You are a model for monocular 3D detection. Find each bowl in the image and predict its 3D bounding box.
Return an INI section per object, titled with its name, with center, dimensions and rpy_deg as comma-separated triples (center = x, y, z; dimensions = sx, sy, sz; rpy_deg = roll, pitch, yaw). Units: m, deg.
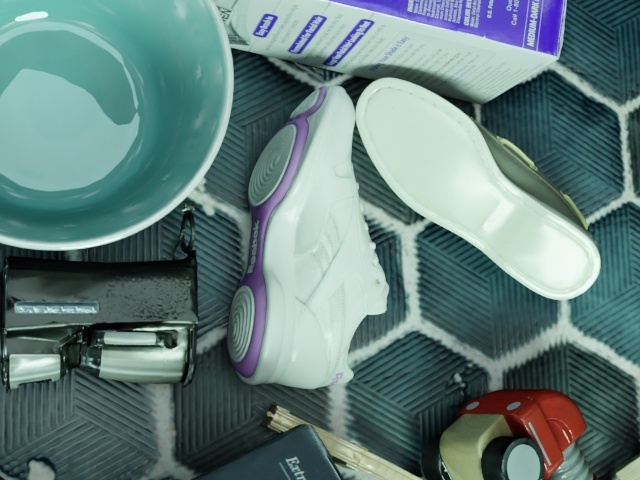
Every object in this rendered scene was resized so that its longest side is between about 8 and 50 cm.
[bowl]
center = -0.246, -0.137, 0.983
dimensions = 0.311, 0.163, 0.311
rpy_deg = 2, 84, -14

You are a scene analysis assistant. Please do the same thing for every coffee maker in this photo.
[coffee maker]
center = -0.210, 0.055, 1.006
dimensions = 0.178, 0.120, 0.171
rpy_deg = 3, 59, -15

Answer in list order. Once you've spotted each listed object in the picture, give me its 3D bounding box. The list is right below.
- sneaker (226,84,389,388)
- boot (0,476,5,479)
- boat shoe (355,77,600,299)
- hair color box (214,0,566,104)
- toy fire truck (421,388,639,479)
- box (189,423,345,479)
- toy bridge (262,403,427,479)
[sneaker]
center = 0.000, 0.000, 1.072
dimensions = 0.152, 0.114, 0.305
rpy_deg = 14, 84, -26
[boot]
center = -0.365, 0.252, 0.956
dimensions = 0.305, 0.112, 0.115
rpy_deg = 39, 106, -11
[boat shoe]
center = 0.163, -0.061, 1.117
dimensions = 0.305, 0.091, 0.109
rpy_deg = 40, 113, -5
[hair color box]
center = 0.049, -0.237, 1.060
dimensions = 0.339, 0.185, 0.110
rpy_deg = 9, 81, -14
[toy fire truck]
center = 0.263, 0.231, 1.085
dimensions = 0.246, 0.158, 0.217
rpy_deg = -34, 102, -34
[box]
center = -0.107, 0.390, 0.869
dimensions = 0.395, 0.212, 0.293
rpy_deg = -24, 56, -15
[toy bridge]
center = 0.029, 0.213, 1.062
dimensions = 0.188, 0.063, 0.026
rpy_deg = 28, 77, -10
